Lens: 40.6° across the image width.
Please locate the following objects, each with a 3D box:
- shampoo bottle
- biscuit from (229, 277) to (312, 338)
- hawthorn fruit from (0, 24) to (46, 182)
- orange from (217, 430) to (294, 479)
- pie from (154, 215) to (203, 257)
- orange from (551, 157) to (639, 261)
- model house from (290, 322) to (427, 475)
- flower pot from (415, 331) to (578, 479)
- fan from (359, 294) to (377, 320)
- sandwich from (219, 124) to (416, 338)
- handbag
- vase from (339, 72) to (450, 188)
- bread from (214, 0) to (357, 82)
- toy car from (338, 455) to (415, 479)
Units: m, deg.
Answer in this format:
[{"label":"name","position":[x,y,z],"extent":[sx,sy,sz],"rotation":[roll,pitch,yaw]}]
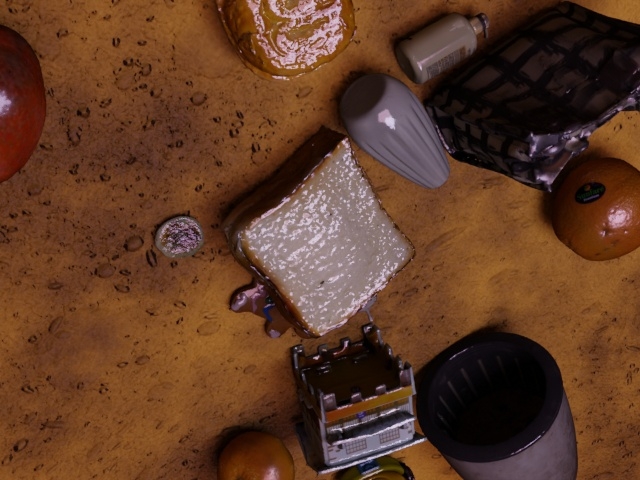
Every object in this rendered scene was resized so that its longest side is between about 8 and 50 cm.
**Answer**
[{"label":"shampoo bottle","position":[0.210,-0.331,1.445],"extent":[0.162,0.079,0.079],"rotation":[-32,123,-5]},{"label":"biscuit","position":[-0.059,0.121,1.595],"extent":[0.138,0.031,0.205],"rotation":[-49,125,6]},{"label":"hawthorn fruit","position":[-0.479,-0.172,1.179],"extent":[0.210,0.210,0.262],"rotation":[-8,141,-19]},{"label":"orange","position":[-0.122,0.443,1.669],"extent":[0.134,0.155,0.154],"rotation":[-16,133,-65]},{"label":"pie","position":[-0.239,-0.005,1.460],"extent":[0.085,0.017,0.085],"rotation":[-9,118,-18]},{"label":"orange","position":[0.545,-0.058,1.663],"extent":[0.206,0.206,0.206],"rotation":[-10,119,-18]},{"label":"model house","position":[0.063,0.310,1.641],"extent":[0.224,0.198,0.215],"rotation":[-16,115,-15]},{"label":"flower pot","position":[0.385,0.402,1.781],"extent":[0.293,0.293,0.330],"rotation":[-33,128,-4]},{"label":"fan","position":[0.088,0.125,1.672],"extent":[0.056,0.004,0.083],"rotation":[-29,123,-8]},{"label":"sandwich","position":[0.000,0.000,1.506],"extent":[0.271,0.099,0.301],"rotation":[-39,125,-5]},{"label":"handbag","position":[0.380,-0.238,1.420],"extent":[0.325,0.327,0.162],"rotation":[-36,119,-4]},{"label":"vase","position":[0.138,-0.175,1.473],"extent":[0.128,0.128,0.248],"rotation":[-46,132,4]},{"label":"bread","position":[-0.053,-0.351,1.299],"extent":[0.198,0.120,0.236],"rotation":[-30,123,-4]},{"label":"toy car","position":[0.130,0.591,1.846],"extent":[0.200,0.142,0.248],"rotation":[-22,124,-12]}]
